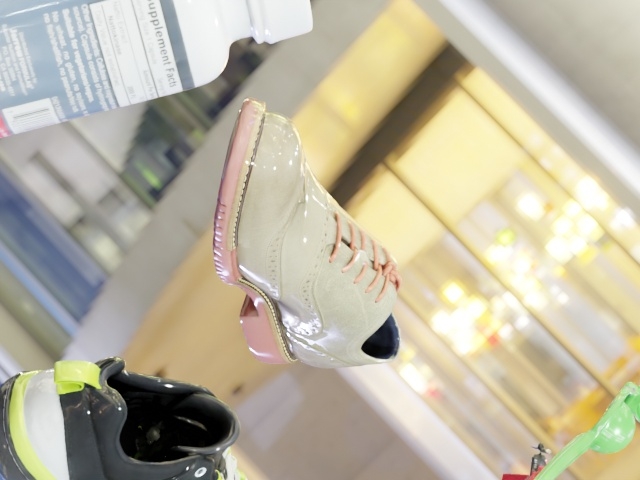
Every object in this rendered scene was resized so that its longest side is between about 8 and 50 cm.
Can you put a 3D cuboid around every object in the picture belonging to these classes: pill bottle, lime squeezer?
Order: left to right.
[{"bbox_3d":[-0.101,-0.121,0.882,0.180,0.108,0.108,-15,-11,-3],"label":"pill bottle"},{"bbox_3d":[0.268,0.172,1.488,0.310,0.110,0.059,-5,-18,-26],"label":"lime squeezer"}]

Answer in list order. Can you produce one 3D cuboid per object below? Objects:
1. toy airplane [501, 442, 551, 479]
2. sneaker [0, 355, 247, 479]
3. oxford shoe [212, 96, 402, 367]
[{"bbox_3d":[0.185,0.252,1.568,0.028,0.151,0.151,4,-34,-25],"label":"toy airplane"},{"bbox_3d":[-0.074,0.129,0.952,0.097,0.084,0.235,-24,-37,26],"label":"sneaker"},{"bbox_3d":[0.000,0.000,1.357,0.348,0.130,0.123,72,-150,-65],"label":"oxford shoe"}]
